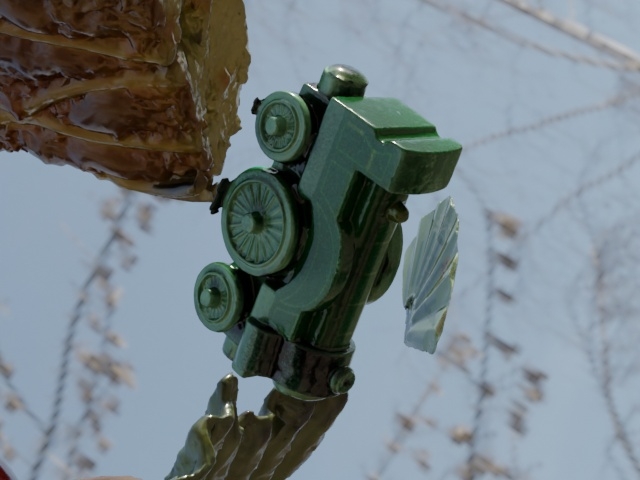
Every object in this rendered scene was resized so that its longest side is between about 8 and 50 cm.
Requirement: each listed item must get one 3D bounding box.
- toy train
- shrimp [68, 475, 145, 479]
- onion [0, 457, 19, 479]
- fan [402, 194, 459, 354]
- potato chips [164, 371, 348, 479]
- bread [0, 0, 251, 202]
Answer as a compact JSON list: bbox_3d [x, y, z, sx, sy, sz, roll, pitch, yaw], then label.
[{"bbox_3d":[0.000,0.000,1.009,0.071,0.104,0.178,-5,-56,-46],"label":"toy train"},{"bbox_3d":[-0.255,0.284,1.208,0.085,0.445,0.272,53,-146,-29],"label":"shrimp"},{"bbox_3d":[-0.227,0.182,0.743,0.273,0.273,0.285,-60,-7,3],"label":"onion"},{"bbox_3d":[0.092,0.029,1.665,0.240,0.009,0.131,-98,29,-71],"label":"fan"},{"bbox_3d":[-0.158,0.239,1.501,0.389,0.097,0.373,-39,-6,20],"label":"potato chips"},{"bbox_3d":[-0.185,-0.131,1.152,0.184,0.275,0.114,77,-147,-46],"label":"bread"}]
